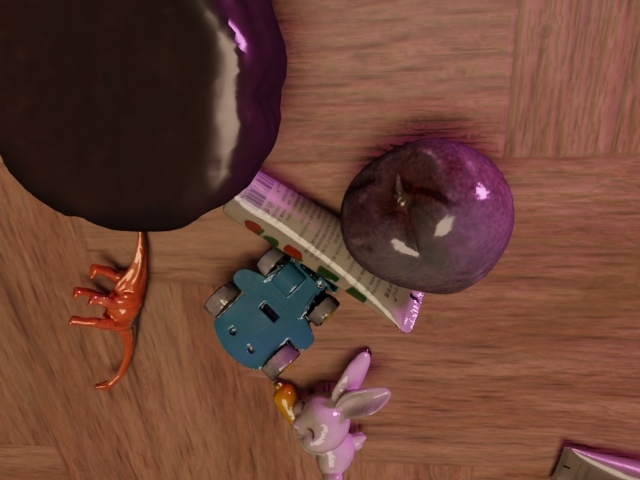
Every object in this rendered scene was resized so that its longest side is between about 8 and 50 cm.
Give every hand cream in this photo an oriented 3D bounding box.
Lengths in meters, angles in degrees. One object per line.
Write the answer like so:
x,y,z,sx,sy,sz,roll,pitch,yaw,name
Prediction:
0.000,0.000,0.656,0.276,0.095,0.059,32,145,-8,hand cream
0.428,0.332,0.825,0.186,0.054,0.087,8,127,10,hand cream

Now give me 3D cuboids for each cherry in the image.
0.112,-0.022,0.593,0.176,0.140,0.176,-4,148,-2,cherry

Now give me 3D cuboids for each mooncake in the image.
-0.166,-0.148,0.532,0.283,0.141,0.283,6,112,14,mooncake

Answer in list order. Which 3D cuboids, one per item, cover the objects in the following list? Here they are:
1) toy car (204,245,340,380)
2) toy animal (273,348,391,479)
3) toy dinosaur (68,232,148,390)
-0.049,0.076,0.716,0.126,0.098,0.161,43,89,7,toy car
0.013,0.232,0.804,0.127,0.131,0.181,-17,132,-19,toy animal
-0.268,0.093,0.758,0.101,0.055,0.279,15,123,-29,toy dinosaur
